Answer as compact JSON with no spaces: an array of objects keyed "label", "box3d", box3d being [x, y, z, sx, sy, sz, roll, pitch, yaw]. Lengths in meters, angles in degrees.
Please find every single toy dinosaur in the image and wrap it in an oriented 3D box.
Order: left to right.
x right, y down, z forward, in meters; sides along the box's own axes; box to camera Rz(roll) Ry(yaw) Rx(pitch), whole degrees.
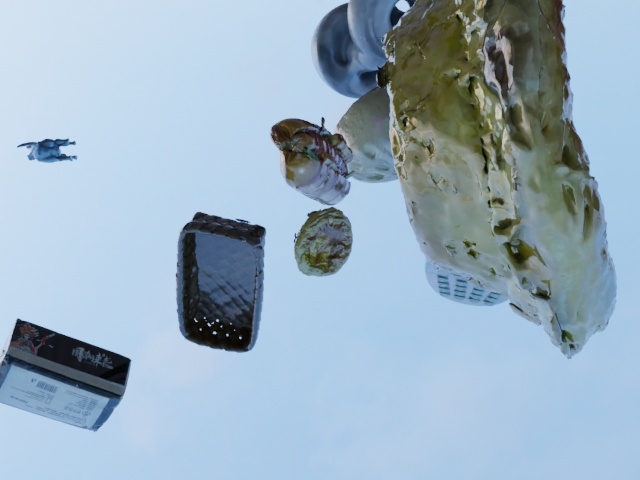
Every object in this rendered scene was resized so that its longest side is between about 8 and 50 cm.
[{"label":"toy dinosaur","box3d":[-0.480,-0.158,1.754,0.080,0.045,0.197,-7,179,6]}]

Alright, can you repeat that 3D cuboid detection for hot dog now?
[{"label":"hot dog","box3d":[0.000,-0.106,1.306,0.076,0.250,0.104,-17,-101,14]}]

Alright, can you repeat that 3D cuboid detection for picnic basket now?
[{"label":"picnic basket","box3d":[-0.120,0.050,1.209,0.110,0.193,0.055,12,-139,5]}]

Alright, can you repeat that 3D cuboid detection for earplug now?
[{"label":"earplug","box3d":[0.113,-0.397,1.836,0.325,0.214,0.175,-33,-145,40]}]

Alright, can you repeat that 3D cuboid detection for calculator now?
[{"label":"calculator","box3d":[0.281,0.046,1.794,0.184,0.295,0.042,11,-117,6]}]

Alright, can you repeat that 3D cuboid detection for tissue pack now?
[{"label":"tissue pack","box3d":[-0.360,0.188,1.358,0.170,0.103,0.090,25,-146,-18]}]

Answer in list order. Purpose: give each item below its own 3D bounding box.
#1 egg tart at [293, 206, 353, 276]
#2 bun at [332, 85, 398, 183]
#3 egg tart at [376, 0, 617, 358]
[{"label":"egg tart","box3d":[0.000,0.000,1.713,0.130,0.130,0.052,-30,-149,-26]},{"label":"bun","box3d":[0.124,-0.170,1.664,0.193,0.178,0.128,-6,-132,-48]},{"label":"egg tart","box3d":[0.109,-0.066,0.622,0.116,0.295,0.295,-11,-142,12]}]
